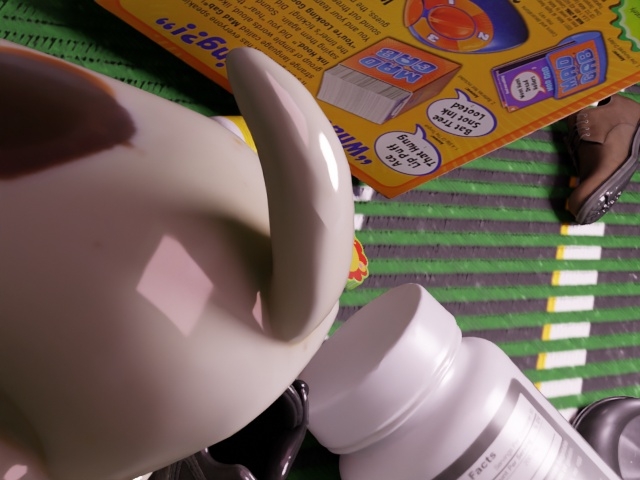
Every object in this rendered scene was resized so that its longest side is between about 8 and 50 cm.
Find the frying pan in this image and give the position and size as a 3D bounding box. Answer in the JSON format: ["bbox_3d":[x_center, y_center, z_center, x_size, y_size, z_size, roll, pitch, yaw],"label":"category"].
[{"bbox_3d":[0.372,0.272,1.382,0.326,0.053,0.197,38,48,0],"label":"frying pan"}]

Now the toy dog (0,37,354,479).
[{"bbox_3d":[-0.218,-0.022,0.701,0.408,0.395,0.284,43,51,-5],"label":"toy dog"}]

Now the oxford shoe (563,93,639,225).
[{"bbox_3d":[0.308,-0.094,1.632,0.096,0.083,0.227,32,39,4],"label":"oxford shoe"}]

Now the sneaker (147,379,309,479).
[{"bbox_3d":[-0.068,0.090,0.995,0.097,0.135,0.276,26,45,-33],"label":"sneaker"}]

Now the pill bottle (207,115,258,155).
[{"bbox_3d":[-0.070,-0.068,1.168,0.116,0.065,0.065,-6,68,-52],"label":"pill bottle"}]

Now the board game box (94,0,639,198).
[{"bbox_3d":[0.078,-0.315,1.203,0.356,0.356,0.356,32,47,-38],"label":"board game box"}]

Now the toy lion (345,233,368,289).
[{"bbox_3d":[0.000,0.000,1.231,0.100,0.034,0.096,55,29,-2],"label":"toy lion"}]

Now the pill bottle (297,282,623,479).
[{"bbox_3d":[0.118,0.178,1.120,0.283,0.161,0.161,47,37,-13],"label":"pill bottle"}]
